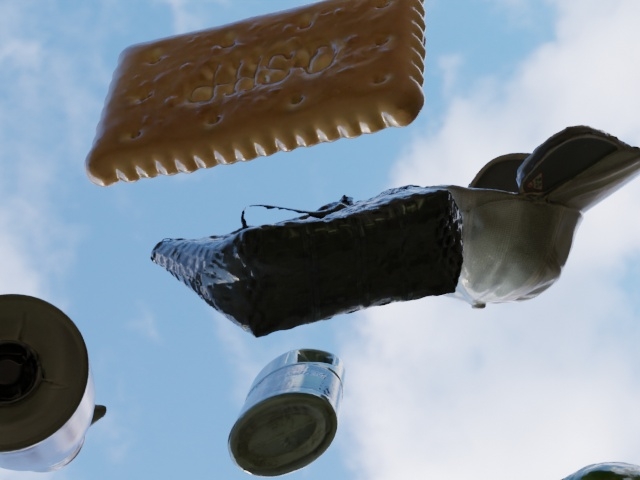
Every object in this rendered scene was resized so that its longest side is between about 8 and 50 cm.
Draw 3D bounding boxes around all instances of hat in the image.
[{"bbox_3d":[0.228,-0.027,1.169,0.275,0.232,0.161,-26,-85,-9],"label":"hat"}]

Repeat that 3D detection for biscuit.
[{"bbox_3d":[-0.046,-0.117,0.772,0.160,0.250,0.030,-83,-23,-43],"label":"biscuit"}]

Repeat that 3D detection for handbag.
[{"bbox_3d":[0.000,0.000,0.918,0.270,0.175,0.088,-12,-73,-18],"label":"handbag"}]

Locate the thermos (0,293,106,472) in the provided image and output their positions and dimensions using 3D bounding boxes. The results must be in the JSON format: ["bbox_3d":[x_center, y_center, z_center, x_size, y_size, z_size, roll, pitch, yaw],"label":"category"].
[{"bbox_3d":[-0.305,0.168,1.067,0.176,0.265,0.146,-13,-110,-13],"label":"thermos"}]

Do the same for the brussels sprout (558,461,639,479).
[{"bbox_3d":[0.278,0.272,0.994,0.100,0.181,0.139,32,-127,-52],"label":"brussels sprout"}]

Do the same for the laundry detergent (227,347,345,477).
[{"bbox_3d":[-0.024,0.145,0.996,0.099,0.225,0.070,-33,-85,9],"label":"laundry detergent"}]
